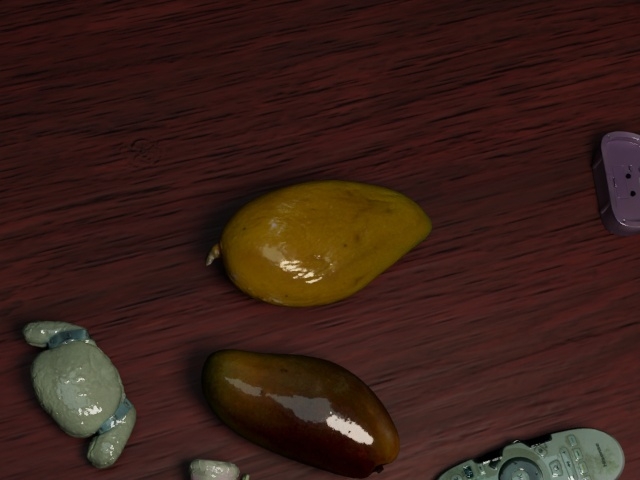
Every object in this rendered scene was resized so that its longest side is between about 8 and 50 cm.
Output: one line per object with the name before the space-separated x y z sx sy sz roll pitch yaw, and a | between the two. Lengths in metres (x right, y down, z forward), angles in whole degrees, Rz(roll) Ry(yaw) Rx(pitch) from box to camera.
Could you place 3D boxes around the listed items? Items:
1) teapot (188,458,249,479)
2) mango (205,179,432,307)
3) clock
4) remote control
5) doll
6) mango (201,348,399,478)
teapot | -0.128 0.309 1.313 0.083 0.064 0.064 17 71 -32
mango | 0.000 0.000 1.418 0.317 0.119 0.176 -16 62 -16
clock | 0.459 -0.081 1.529 0.110 0.050 0.152 -1 68 -6
remote control | 0.268 0.306 1.356 0.256 0.045 0.097 -12 68 -7
doll | -0.306 0.186 1.335 0.104 0.071 0.214 -31 77 -15
mango | -0.024 0.210 1.330 0.268 0.111 0.133 22 83 3
